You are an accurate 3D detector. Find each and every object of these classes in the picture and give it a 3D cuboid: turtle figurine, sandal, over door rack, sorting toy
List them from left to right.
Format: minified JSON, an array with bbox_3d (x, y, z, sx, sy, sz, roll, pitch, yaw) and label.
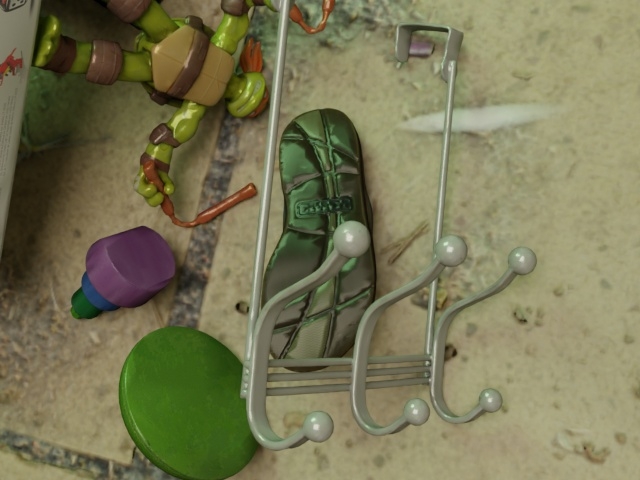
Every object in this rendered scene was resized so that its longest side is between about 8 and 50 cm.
[{"bbox_3d":[-0.121,0.172,0.787,0.126,0.127,0.365,-38,70,37],"label":"sorting toy"},{"bbox_3d":[-0.111,-0.157,0.785,0.269,0.217,0.087,-58,37,11],"label":"turtle figurine"},{"bbox_3d":[0.000,0.000,0.791,0.090,0.060,0.219,-6,66,7],"label":"sandal"},{"bbox_3d":[0.048,-0.031,0.678,0.108,0.239,0.324,-10,80,36],"label":"over door rack"}]

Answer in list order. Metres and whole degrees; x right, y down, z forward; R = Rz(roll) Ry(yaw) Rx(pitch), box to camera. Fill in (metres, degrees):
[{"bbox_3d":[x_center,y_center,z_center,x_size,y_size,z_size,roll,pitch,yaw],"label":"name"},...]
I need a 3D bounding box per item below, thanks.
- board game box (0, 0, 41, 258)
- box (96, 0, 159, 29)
[{"bbox_3d":[-0.295,-0.128,0.773,0.193,0.053,0.305,42,127,36],"label":"board game box"},{"bbox_3d":[-0.223,-0.336,0.868,0.261,0.103,0.184,34,94,16],"label":"box"}]
